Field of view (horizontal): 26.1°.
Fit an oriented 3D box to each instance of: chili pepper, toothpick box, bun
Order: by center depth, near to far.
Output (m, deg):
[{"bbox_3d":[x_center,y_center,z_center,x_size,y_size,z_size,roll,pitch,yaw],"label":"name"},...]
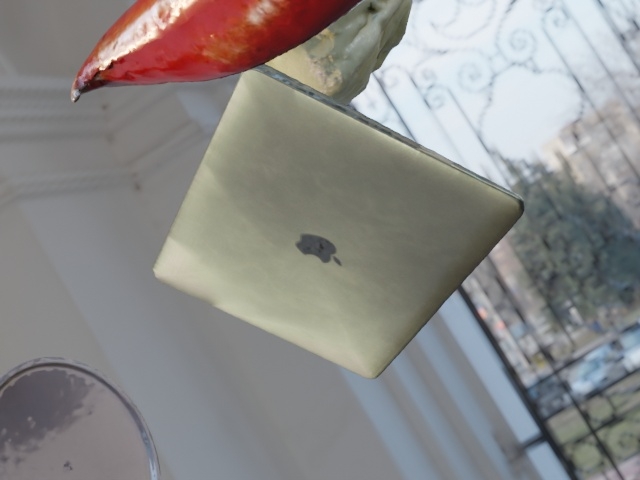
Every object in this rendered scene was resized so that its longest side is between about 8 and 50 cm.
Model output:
[{"bbox_3d":[0.021,-0.175,0.472,0.137,0.092,0.368,7,-50,-22],"label":"chili pepper"},{"bbox_3d":[-0.154,0.119,0.614,0.149,0.098,0.098,-26,-1,39],"label":"toothpick box"},{"bbox_3d":[0.008,-0.222,1.192,0.133,0.231,0.231,-13,3,22],"label":"bun"}]

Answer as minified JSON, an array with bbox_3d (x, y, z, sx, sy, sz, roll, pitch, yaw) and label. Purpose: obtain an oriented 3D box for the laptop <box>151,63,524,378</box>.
[{"bbox_3d":[0.000,0.000,0.911,0.015,0.188,0.269,-67,6,-35],"label":"laptop"}]
